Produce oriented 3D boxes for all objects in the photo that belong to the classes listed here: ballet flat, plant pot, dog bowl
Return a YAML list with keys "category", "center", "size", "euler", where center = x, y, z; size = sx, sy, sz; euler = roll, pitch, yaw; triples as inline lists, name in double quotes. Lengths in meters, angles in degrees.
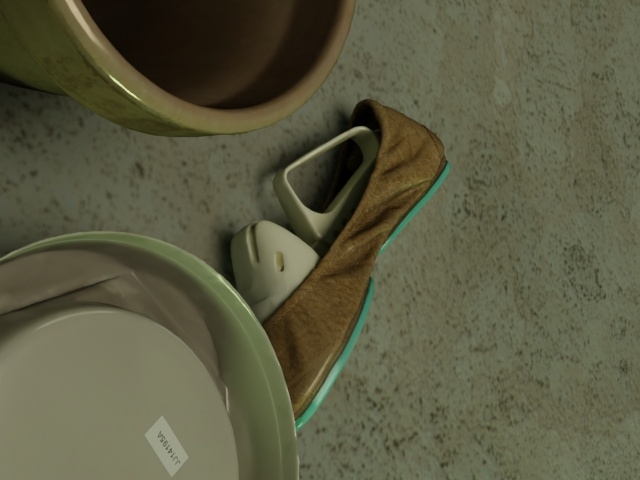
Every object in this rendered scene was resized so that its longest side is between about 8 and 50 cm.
- category: "ballet flat"
  center: [0.000, 0.000, 0.968]
  size: [0.124, 0.116, 0.342]
  euler: [43, 54, -14]
- category: "plant pot"
  center: [-0.140, -0.183, 0.711]
  size: [0.263, 0.229, 0.263]
  euler: [6, 82, -49]
- category: "dog bowl"
  center: [-0.166, 0.168, 0.755]
  size: [0.348, 0.102, 0.349]
  euler: [4, 85, -49]
